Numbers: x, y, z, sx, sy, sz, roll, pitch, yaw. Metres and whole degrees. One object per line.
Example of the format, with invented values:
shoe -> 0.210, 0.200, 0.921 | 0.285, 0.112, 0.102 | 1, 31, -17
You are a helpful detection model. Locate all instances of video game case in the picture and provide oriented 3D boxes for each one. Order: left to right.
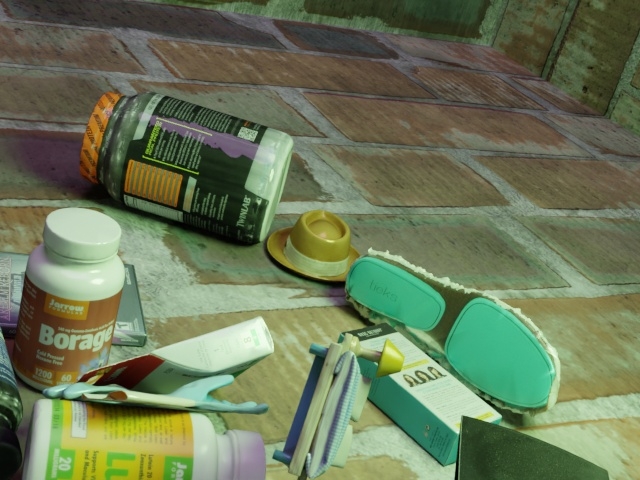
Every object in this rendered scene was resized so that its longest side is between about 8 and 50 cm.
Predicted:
video game case -> -0.394, 0.079, 1.398 | 0.274, 0.026, 0.196 | 7, 27, -21

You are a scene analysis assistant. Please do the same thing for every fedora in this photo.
fedora -> 0.000, 0.000, 1.730 | 0.194, 0.079, 0.194 | 14, 25, -6

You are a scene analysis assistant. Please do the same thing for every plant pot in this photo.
plant pot -> 0.222, 0.322, 1.048 | 0.167, 0.187, 0.188 | 5, 24, 6

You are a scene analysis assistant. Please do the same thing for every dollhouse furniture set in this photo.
dollhouse furniture set -> 0.049, 0.235, 0.934 | 0.198, 0.303, 0.286 | 18, -11, 4

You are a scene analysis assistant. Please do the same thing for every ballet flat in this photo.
ballet flat -> 0.218, 0.134, 1.544 | 0.409, 0.147, 0.147 | 34, 30, 32

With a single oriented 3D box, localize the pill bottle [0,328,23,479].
pill bottle -> -0.401, 0.164, 1.084 | 0.122, 0.123, 0.219 | -1, 43, -33

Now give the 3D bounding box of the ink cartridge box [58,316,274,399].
ink cartridge box -> -0.189, 0.166, 1.195 | 0.224, 0.181, 0.056 | -18, 79, -29

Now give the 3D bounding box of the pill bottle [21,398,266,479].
pill bottle -> -0.189, 0.247, 1.047 | 0.245, 0.136, 0.136 | 8, 27, -18

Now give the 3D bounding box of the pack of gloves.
pack of gloves -> -0.186, 0.169, 1.123 | 0.195, 0.046, 0.232 | -5, -15, 42

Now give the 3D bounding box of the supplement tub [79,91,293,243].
supplement tub -> -0.232, -0.135, 1.715 | 0.338, 0.207, 0.207 | 18, 25, 1

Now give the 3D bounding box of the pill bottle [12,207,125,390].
pill bottle -> -0.313, 0.074, 1.229 | 0.121, 0.216, 0.121 | 13, 26, -6

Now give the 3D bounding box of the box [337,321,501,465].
box -> 0.132, 0.213, 1.400 | 0.100, 0.060, 0.244 | -8, 35, -42
